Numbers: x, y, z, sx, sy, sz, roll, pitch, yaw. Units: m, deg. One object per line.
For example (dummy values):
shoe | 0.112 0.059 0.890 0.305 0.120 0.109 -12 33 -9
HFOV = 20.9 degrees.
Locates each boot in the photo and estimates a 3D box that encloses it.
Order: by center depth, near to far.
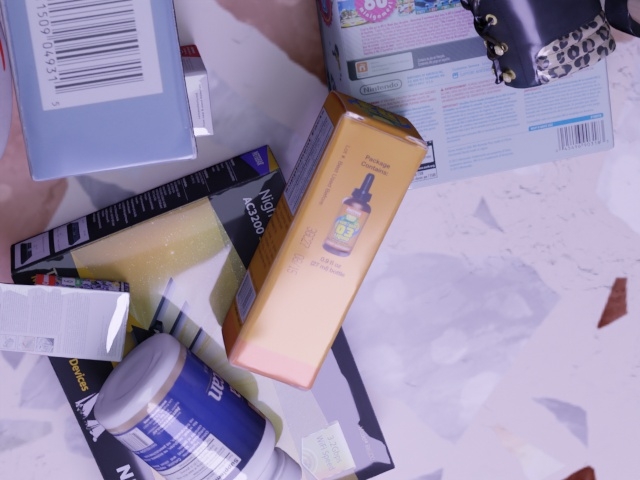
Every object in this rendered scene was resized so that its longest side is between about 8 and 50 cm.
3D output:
boot | 0.112 -0.193 1.349 0.236 0.085 0.178 -21 113 -5

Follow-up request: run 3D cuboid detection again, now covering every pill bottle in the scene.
pill bottle | -0.097 0.162 1.439 0.094 0.094 0.169 -45 111 6

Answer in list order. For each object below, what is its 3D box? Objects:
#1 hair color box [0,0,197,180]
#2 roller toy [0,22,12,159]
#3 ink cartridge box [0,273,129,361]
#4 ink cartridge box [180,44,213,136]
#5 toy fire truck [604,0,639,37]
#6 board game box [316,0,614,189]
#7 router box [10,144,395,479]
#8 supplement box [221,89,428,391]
hair color box | -0.169 -0.187 1.245 0.114 0.374 0.185 -9 110 -7
roller toy | -0.322 -0.125 1.323 0.146 0.191 0.209 -5 140 13
ink cartridge box | -0.217 0.062 1.420 0.115 0.029 0.063 6 108 -9
ink cartridge box | -0.161 -0.116 1.419 0.135 0.099 0.056 -8 111 -7
toy fire truck | 0.366 -0.250 1.451 0.217 0.158 0.246 24 96 -45
board game box | 0.111 -0.209 1.440 0.224 0.097 0.303 -11 111 -8
router box | -0.100 0.104 1.514 0.243 0.081 0.309 -22 111 -2
supplement box | 0.000 0.000 1.407 0.078 0.080 0.233 22 108 -16
